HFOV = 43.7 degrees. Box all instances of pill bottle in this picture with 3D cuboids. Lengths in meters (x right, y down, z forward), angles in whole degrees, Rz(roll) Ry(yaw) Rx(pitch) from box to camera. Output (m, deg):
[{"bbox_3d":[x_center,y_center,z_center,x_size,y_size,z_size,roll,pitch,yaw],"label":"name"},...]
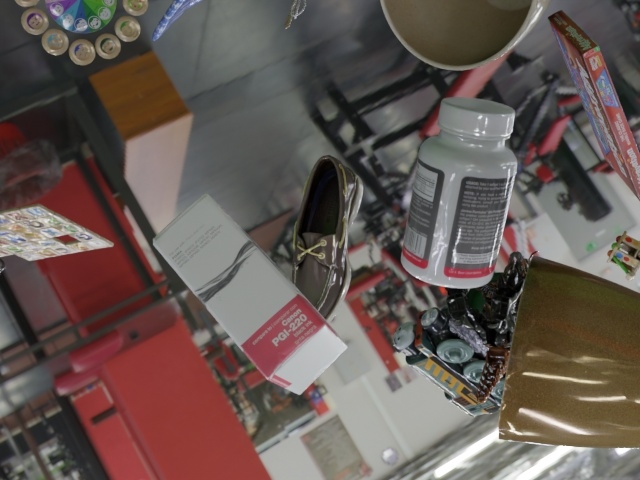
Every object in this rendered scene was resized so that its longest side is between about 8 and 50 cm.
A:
[{"bbox_3d":[0.254,-0.089,1.443,0.176,0.176,0.318,-20,125,-50],"label":"pill bottle"}]

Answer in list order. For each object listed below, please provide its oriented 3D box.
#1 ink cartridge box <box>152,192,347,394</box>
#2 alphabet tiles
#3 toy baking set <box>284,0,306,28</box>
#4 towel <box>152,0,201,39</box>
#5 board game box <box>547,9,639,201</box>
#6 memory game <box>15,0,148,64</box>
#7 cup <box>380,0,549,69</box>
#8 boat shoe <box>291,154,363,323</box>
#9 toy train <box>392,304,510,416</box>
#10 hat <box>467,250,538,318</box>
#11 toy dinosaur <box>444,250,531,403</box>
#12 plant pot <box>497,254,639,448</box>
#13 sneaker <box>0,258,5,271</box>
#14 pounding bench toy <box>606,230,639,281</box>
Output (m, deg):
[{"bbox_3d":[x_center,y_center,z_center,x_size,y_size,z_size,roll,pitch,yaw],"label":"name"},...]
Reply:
[{"bbox_3d":[-0.080,0.066,0.944,0.092,0.218,0.158,-44,160,-4],"label":"ink cartridge box"},{"bbox_3d":[-0.520,-0.007,1.405,0.237,0.009,0.198,-10,157,22],"label":"alphabet tiles"},{"bbox_3d":[-0.042,-0.724,2.234,0.030,0.197,0.256,23,134,-27],"label":"toy baking set"},{"bbox_3d":[-0.217,-0.576,1.672,0.336,0.040,0.243,-40,-164,39],"label":"towel"},{"bbox_3d":[0.420,-0.198,1.193,0.027,0.281,0.145,-29,-147,11],"label":"board game box"},{"bbox_3d":[-0.337,-0.344,1.130,0.186,0.186,0.012,-29,-160,-12],"label":"memory game"},{"bbox_3d":[0.304,-0.500,1.475,0.237,0.331,0.331,-27,171,-45],"label":"cup"},{"bbox_3d":[0.000,0.000,1.479,0.116,0.324,0.097,2,159,30],"label":"boat shoe"},{"bbox_3d":[0.313,0.269,1.769,0.190,0.334,0.142,-32,-147,37],"label":"toy train"},{"bbox_3d":[0.426,0.153,1.781,0.173,0.208,0.183,-30,-176,-7],"label":"hat"},{"bbox_3d":[0.366,0.159,1.589,0.164,0.322,0.218,-21,136,25],"label":"toy dinosaur"},{"bbox_3d":[0.367,0.159,0.979,0.254,0.237,0.237,12,-175,18],"label":"plant pot"},{"bbox_3d":[-0.522,0.083,1.209,0.158,0.061,0.065,-44,165,30],"label":"sneaker"},{"bbox_3d":[0.583,0.033,1.533,0.083,0.065,0.052,-46,157,-35],"label":"pounding bench toy"}]
